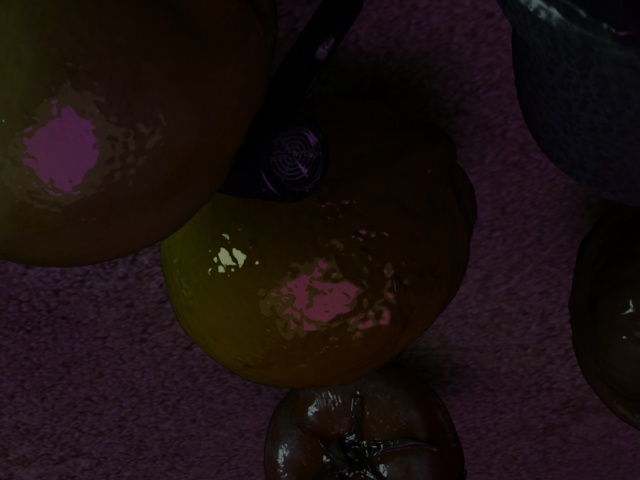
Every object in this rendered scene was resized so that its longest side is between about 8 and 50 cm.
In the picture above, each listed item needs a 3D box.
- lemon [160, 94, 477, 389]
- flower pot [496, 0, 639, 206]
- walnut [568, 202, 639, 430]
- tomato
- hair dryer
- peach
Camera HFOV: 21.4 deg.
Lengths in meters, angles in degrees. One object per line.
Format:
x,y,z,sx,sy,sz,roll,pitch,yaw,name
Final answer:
0.000,0.000,1.482,0.245,0.245,0.320,30,129,-34,lemon
0.260,-0.204,1.180,0.299,0.299,0.283,-4,149,7,flower pot
0.364,0.062,1.557,0.283,0.227,0.282,0,101,-2,walnut
0.040,0.204,1.832,0.214,0.155,0.181,-12,178,9,tomato
-0.013,-0.127,1.343,0.071,0.219,0.124,41,162,-30,hair dryer
-0.189,-0.132,1.239,0.281,0.314,0.316,37,160,-33,peach
